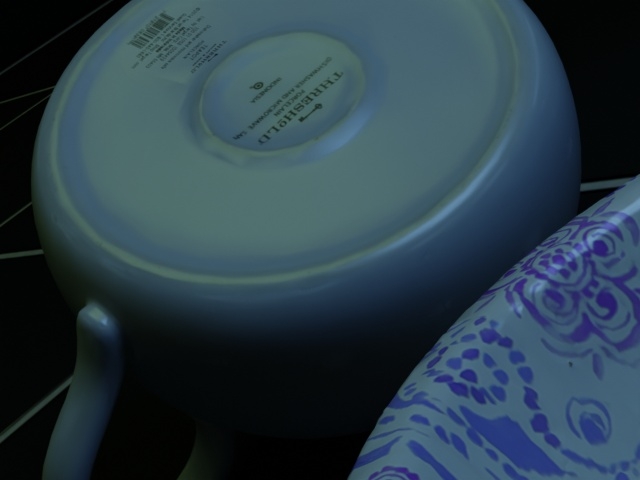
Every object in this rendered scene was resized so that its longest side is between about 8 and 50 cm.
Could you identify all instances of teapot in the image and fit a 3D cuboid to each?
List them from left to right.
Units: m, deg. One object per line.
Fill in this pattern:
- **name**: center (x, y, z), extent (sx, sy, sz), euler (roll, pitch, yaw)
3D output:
- **teapot**: center (0.000, 0.000, 0.669), extent (0.256, 0.187, 0.252), euler (-10, 48, 6)

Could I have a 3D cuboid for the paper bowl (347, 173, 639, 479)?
- **paper bowl**: center (0.155, 0.068, 0.286), extent (0.284, 0.148, 0.284), euler (-26, 17, 9)
